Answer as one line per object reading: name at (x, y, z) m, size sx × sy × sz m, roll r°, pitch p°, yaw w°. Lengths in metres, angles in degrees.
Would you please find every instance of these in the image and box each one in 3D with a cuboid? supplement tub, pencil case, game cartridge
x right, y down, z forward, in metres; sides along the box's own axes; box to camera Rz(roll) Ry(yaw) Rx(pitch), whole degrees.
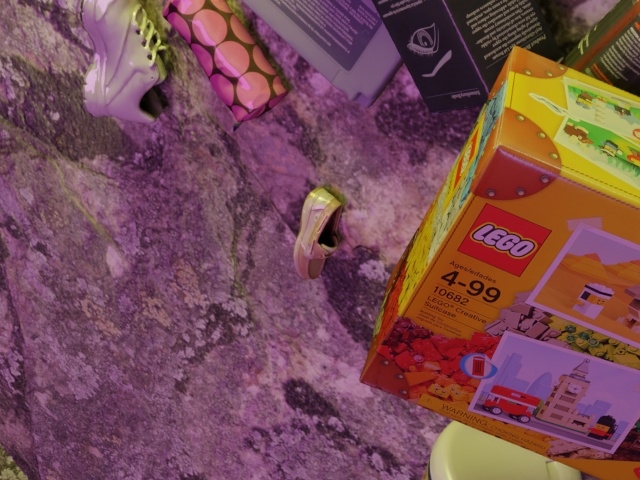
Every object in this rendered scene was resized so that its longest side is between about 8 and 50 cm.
supplement tub at (0.257, 0.442, 1.414) m, size 0.228 × 0.228 × 0.316 m, roll 27°, pitch 133°, yaw 21°
pencil case at (-0.143, -0.270, 1.315) m, size 0.209 × 0.095 × 0.098 m, roll 57°, pitch 153°, yaw -8°
supplement tub at (0.348, -0.212, 0.949) m, size 0.106 × 0.106 × 0.198 m, roll 45°, pitch 138°, yaw 3°
game cartridge at (0.004, -0.333, 1.176) m, size 0.294 × 0.060 × 0.196 m, roll 44°, pitch 141°, yaw 4°

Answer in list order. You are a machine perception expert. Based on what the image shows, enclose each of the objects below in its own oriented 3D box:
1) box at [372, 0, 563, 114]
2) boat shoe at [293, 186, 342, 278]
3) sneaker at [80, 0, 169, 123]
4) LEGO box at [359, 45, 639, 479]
box at (0.154, -0.260, 1.029) m, size 0.207 × 0.108 × 0.153 m, roll 60°, pitch 164°, yaw -15°
boat shoe at (0.000, 0.000, 1.415) m, size 0.059 × 0.063 × 0.170 m, roll 30°, pitch 134°, yaw 26°
sneaker at (-0.296, -0.311, 1.414) m, size 0.129 × 0.111 × 0.297 m, roll 18°, pitch 136°, yaw 8°
LEGO box at (0.347, 0.075, 0.978) m, size 0.500 × 0.193 × 0.372 m, roll 22°, pitch 133°, yaw -2°
